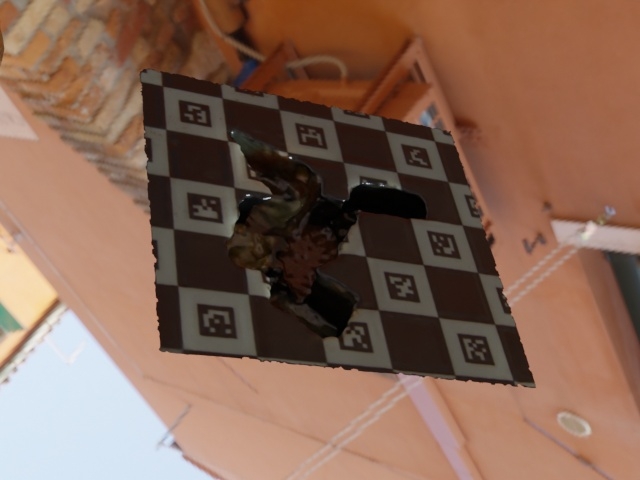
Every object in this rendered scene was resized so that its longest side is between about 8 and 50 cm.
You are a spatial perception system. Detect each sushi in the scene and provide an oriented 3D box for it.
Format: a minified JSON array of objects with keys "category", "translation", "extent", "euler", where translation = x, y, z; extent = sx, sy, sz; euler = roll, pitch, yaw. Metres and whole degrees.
[{"category":"sushi","translation":[0.000,0.000,0.935],"extent":[0.359,0.064,0.343],"euler":[8,-133,-22]}]

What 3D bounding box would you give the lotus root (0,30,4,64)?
[{"category":"lotus root","translation":[-0.240,-0.082,0.475],"extent":[0.078,0.167,0.329],"euler":[-16,-154,23]}]
